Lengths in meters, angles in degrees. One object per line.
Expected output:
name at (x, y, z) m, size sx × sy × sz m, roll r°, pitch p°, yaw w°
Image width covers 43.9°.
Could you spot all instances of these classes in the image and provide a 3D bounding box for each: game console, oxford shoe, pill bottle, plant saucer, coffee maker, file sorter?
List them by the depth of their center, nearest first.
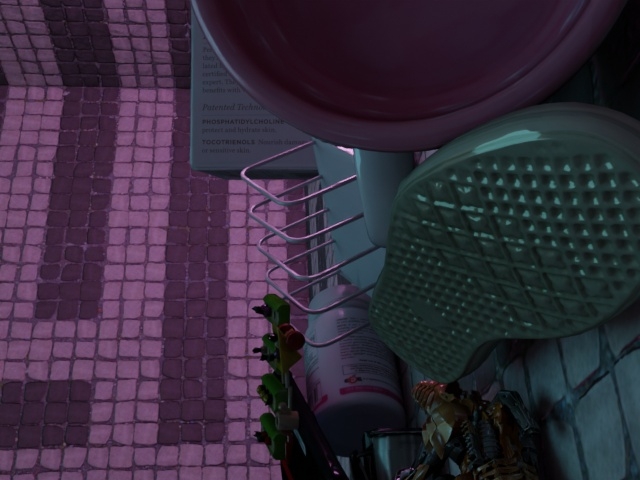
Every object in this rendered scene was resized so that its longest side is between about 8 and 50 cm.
plant saucer at (0.064, -0.228, 0.580) m, size 0.084 × 0.332 × 0.331 m, roll 1°, pitch -91°, yaw -73°
oxford shoe at (0.143, 0.004, 0.633) m, size 0.130 × 0.169 × 0.449 m, roll -45°, pitch -9°, yaw -19°
coffee maker at (0.117, 0.353, 1.091) m, size 0.171 × 0.120 × 0.178 m, roll 42°, pitch -136°, yaw -64°
game console at (0.001, 0.417, 1.224) m, size 0.386 × 0.060 × 0.341 m, roll -137°, pitch 41°, yaw -69°
file sorter at (0.000, 0.000, 1.283) m, size 0.193 × 0.173 × 0.277 m, roll 35°, pitch 142°, yaw 53°
pill bottle at (0.053, 0.220, 1.396) m, size 0.283 × 0.161 × 0.160 m, roll -96°, pitch 8°, yaw -49°

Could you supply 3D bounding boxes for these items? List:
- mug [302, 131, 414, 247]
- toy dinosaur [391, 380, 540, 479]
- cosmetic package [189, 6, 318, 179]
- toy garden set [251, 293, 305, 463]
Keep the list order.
mug at (0.057, -0.178, 0.810) m, size 0.328 × 0.277 × 0.373 m, roll 3°, pitch -99°, yaw -85°
toy dinosaur at (0.146, 0.228, 0.756) m, size 0.322 × 0.165 × 0.218 m, roll -43°, pitch -29°, yaw -73°
cosmetic package at (-0.086, -0.336, 1.725) m, size 0.329 × 0.328 × 0.393 m, roll 1°, pitch -91°, yaw -84°
toy garden set at (-0.075, 0.217, 1.215) m, size 0.204 × 0.049 × 0.244 m, roll -160°, pitch 72°, yaw -74°
